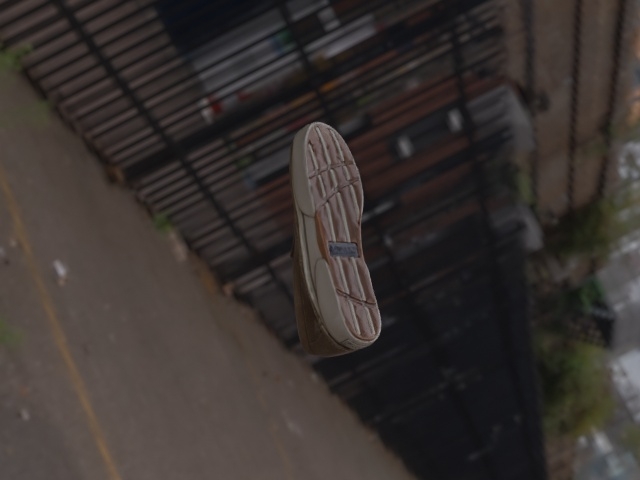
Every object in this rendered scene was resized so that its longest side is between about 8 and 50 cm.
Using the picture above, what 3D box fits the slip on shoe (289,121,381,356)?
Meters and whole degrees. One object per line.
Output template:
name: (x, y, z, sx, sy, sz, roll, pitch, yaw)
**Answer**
slip on shoe: (0.000, 0.000, 0.873, 0.051, 0.041, 0.135, 5, 67, -48)
